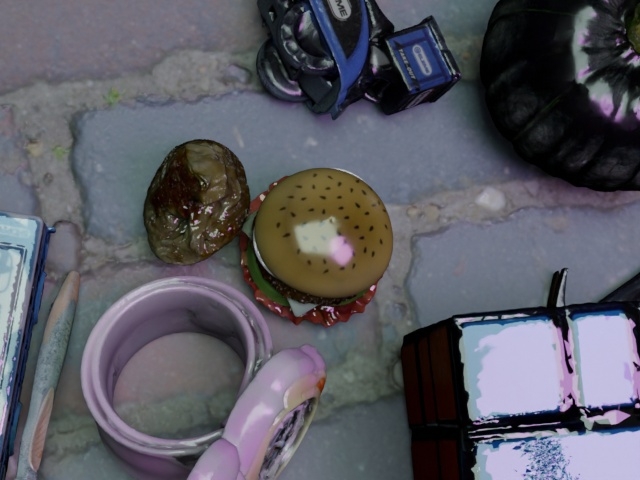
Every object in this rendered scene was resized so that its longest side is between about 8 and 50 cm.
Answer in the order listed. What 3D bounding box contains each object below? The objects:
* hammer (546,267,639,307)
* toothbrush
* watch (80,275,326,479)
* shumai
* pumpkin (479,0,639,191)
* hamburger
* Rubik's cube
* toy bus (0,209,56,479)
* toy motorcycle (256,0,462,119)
[{"bbox_3d":[0.380,0.039,1.323,0.289,0.037,0.137,-36,87,-16],"label":"hammer"},{"bbox_3d":[-0.277,0.189,1.109,0.037,0.028,0.375,-11,53,23],"label":"toothbrush"},{"bbox_3d":[-0.134,0.172,1.131,0.217,0.211,0.248,28,64,15],"label":"watch"},{"bbox_3d":[-0.139,-0.055,1.201,0.123,0.105,0.139,-8,37,18],"label":"shumai"},{"bbox_3d":[0.327,-0.200,1.246,0.295,0.296,0.296,3,76,-11],"label":"pumpkin"},{"bbox_3d":[-0.001,-0.003,1.206,0.175,0.137,0.175,3,73,-11],"label":"hamburger"},{"bbox_3d":[0.242,0.207,1.108,0.288,0.293,0.284,-4,84,-8],"label":"Rubik's cube"},{"bbox_3d":[-0.333,0.115,1.114,0.106,0.131,0.297,9,76,-10],"label":"toy bus"},{"bbox_3d":[0.001,-0.303,1.290,0.212,0.125,0.359,-21,84,-23],"label":"toy motorcycle"}]
